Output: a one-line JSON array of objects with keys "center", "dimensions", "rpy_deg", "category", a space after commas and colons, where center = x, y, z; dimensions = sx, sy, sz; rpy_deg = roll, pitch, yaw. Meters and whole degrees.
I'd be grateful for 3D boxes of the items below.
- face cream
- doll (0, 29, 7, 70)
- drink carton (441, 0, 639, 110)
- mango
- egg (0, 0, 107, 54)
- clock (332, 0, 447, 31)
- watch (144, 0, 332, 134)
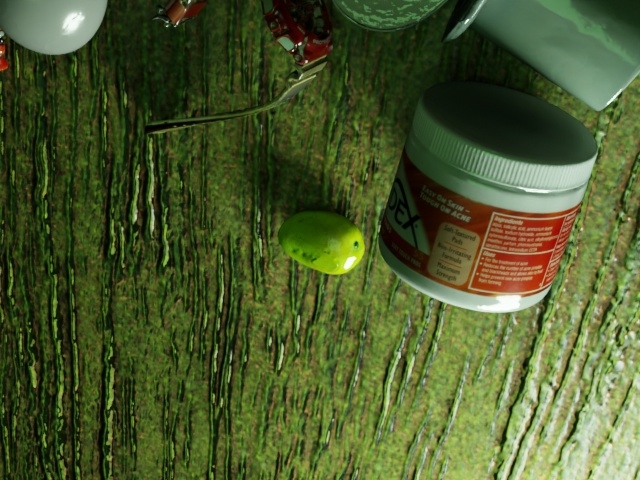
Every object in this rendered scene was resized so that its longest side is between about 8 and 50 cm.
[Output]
[{"center": [0.178, -0.048, 1.689], "dimensions": [0.201, 0.201, 0.187], "rpy_deg": [20, 118, 10], "category": "face cream"}, {"center": [-0.421, -0.295, 1.870], "dimensions": [0.104, 0.062, 0.194], "rpy_deg": [31, 138, 55], "category": "doll"}, {"center": [0.247, -0.237, 1.600], "dimensions": [0.190, 0.191, 0.185], "rpy_deg": [37, 117, -6], "category": "drink carton"}, {"center": [0.000, 0.000, 1.854], "dimensions": [0.108, 0.056, 0.073], "rpy_deg": [7, 109, 19], "category": "mango"}, {"center": [-0.320, -0.309, 1.779], "dimensions": [0.146, 0.146, 0.198], "rpy_deg": [-12, 100, 23], "category": "egg"}, {"center": [0.089, -0.318, 1.682], "dimensions": [0.172, 0.064, 0.198], "rpy_deg": [11, 116, 16], "category": "clock"}, {"center": [-0.112, -0.219, 1.788], "dimensions": [0.268, 0.102, 0.164], "rpy_deg": [-12, 101, 33], "category": "watch"}]
